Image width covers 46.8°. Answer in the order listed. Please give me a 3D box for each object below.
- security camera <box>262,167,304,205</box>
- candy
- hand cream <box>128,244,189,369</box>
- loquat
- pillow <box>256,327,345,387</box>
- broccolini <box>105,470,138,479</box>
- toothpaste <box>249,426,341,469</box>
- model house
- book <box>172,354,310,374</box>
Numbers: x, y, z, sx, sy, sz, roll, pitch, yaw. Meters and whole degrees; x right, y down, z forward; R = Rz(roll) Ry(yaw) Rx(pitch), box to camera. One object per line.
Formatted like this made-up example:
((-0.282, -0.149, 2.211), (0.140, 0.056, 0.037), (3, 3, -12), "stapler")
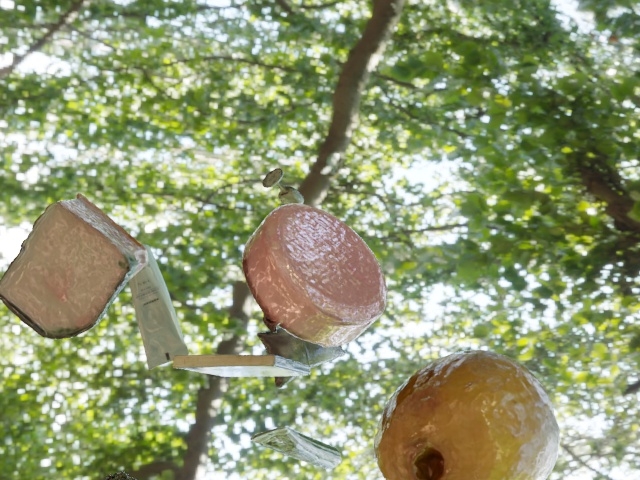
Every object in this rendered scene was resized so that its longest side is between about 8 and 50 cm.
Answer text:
((-0.076, -0.107, 1.594), (0.058, 0.092, 0.058), (-27, -144, 22), "security camera")
((-0.009, 0.056, 1.185), (0.094, 0.255, 0.255), (-48, -130, 33), "candy")
((-0.430, 0.158, 1.881), (0.067, 0.109, 0.321), (64, 5, -72), "hand cream")
((0.176, 0.234, 0.898), (0.193, 0.238, 0.238), (56, -46, 22), "loquat")
((-0.052, 0.316, 2.247), (0.106, 0.249, 0.186), (5, -64, 68), "pillow")
((-0.562, 0.672, 1.892), (0.123, 0.271, 0.062), (-23, -86, 21), "broccolini")
((-0.038, 0.526, 1.869), (0.098, 0.392, 0.061), (-24, -123, 18), "toothpaste")
((-0.472, 0.055, 1.479), (0.237, 0.202, 0.237), (-55, -178, 9), "model house")
((-0.140, 0.240, 1.409), (0.190, 0.269, 0.025), (-2, -104, 12), "book")
